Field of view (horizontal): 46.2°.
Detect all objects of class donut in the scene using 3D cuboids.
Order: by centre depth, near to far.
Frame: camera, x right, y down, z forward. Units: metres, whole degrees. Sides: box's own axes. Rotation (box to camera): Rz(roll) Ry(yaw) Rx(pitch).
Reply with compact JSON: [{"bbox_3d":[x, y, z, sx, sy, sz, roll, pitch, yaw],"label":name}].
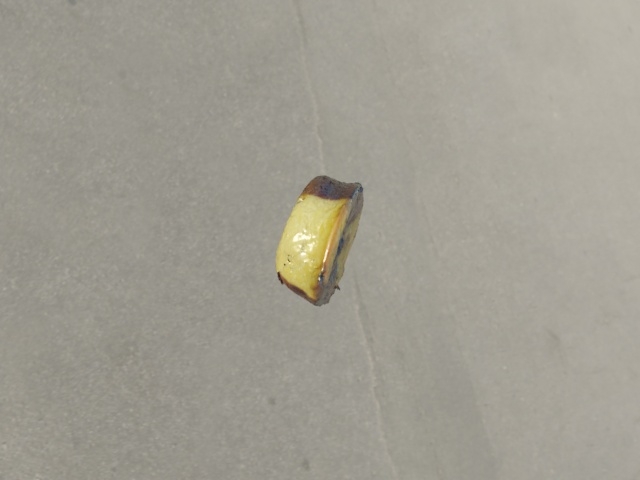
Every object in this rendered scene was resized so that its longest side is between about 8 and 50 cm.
[{"bbox_3d":[0.000,0.000,0.730,0.059,0.140,0.140,21,49,9],"label":"donut"}]
